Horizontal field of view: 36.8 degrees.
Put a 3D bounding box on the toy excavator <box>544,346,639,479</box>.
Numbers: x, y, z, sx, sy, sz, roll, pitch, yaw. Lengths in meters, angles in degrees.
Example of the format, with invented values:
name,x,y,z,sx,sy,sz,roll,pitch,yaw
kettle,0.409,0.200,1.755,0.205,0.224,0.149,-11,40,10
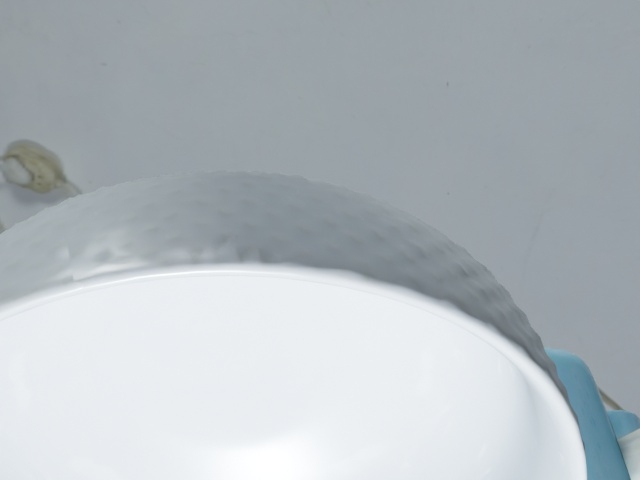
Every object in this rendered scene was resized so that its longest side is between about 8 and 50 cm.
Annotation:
name,x,y,z,sx,sy,sz,roll,pitch,yaw
toy excavator,0.204,0.168,0.681,0.445,0.433,0.222,-43,45,42

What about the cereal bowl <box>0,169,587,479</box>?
name,x,y,z,sx,sy,sz,roll,pitch,yaw
cereal bowl,-0.048,0.097,0.495,0.339,0.141,0.338,-3,129,-4
